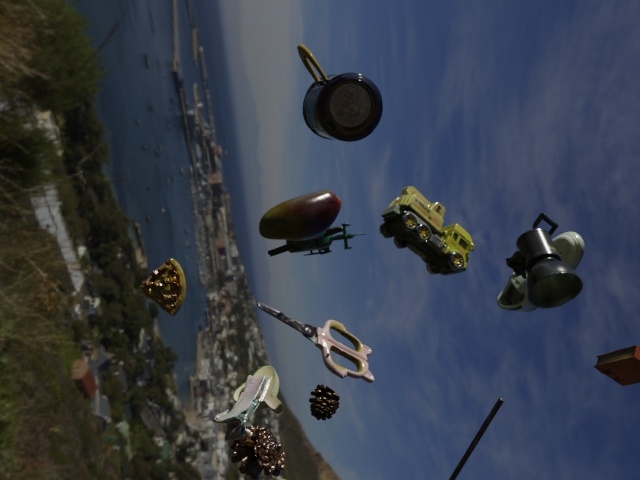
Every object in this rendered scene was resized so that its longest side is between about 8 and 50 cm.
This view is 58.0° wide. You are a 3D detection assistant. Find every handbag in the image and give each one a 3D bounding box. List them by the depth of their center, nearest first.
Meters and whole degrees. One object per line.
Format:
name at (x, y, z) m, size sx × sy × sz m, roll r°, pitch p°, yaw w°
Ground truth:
handbag at (1.016, 0.416, 1.901) m, size 0.063 × 0.127 × 0.190 m, roll -58°, pitch -177°, yaw -27°

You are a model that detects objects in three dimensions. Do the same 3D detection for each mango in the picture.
mango at (-0.053, -0.066, 1.718) m, size 0.111 × 0.267 × 0.133 m, roll 43°, pitch -32°, yaw 55°

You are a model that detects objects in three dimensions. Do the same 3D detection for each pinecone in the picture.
pinecone at (0.013, 0.498, 1.768) m, size 0.109 × 0.102 × 0.102 m, roll -87°, pitch 173°, yaw -66°
pinecone at (-0.208, 0.686, 1.873) m, size 0.195 × 0.150 × 0.179 m, roll -7°, pitch -62°, yaw 58°

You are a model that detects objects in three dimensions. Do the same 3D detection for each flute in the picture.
flute at (0.326, 0.458, 1.259) m, size 0.270 × 0.014 × 0.014 m, roll -60°, pitch -168°, yaw 5°

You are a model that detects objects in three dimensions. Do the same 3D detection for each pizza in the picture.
pizza at (-0.467, 0.144, 1.716) m, size 0.046 × 0.134 × 0.175 m, roll -171°, pitch -109°, yaw -80°

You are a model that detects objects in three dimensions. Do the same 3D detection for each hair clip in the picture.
hair clip at (-0.155, 0.373, 1.354) m, size 0.218 × 0.159 × 0.071 m, roll -52°, pitch 128°, yaw -55°

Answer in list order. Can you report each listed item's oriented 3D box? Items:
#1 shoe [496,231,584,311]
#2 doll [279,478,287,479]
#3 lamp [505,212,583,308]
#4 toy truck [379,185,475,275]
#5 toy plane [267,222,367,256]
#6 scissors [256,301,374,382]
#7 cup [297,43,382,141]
shoe at (0.729, 0.112, 1.956) m, size 0.132 × 0.160 × 0.363 m, roll 62°, pitch -38°, yaw 38°
doll at (-0.089, 0.681, 1.333) m, size 0.177 × 0.141 × 0.314 m, roll 56°, pitch 7°, yaw -9°
lamp at (0.614, 0.061, 1.621) m, size 0.172 × 0.147 × 0.227 m, roll -43°, pitch -146°, yaw 31°
toy truck at (0.302, -0.029, 1.612) m, size 0.124 × 0.272 × 0.157 m, roll -21°, pitch -145°, yaw 60°
toy plane at (0.000, 0.000, 2.103) m, size 0.155 × 0.381 × 0.106 m, roll -3°, pitch 87°, yaw -62°
scissors at (-0.007, 0.211, 1.272) m, size 0.024 × 0.317 × 0.160 m, roll -46°, pitch -155°, yaw 29°
cup at (0.019, -0.361, 1.478) m, size 0.178 × 0.255 × 0.256 m, roll -62°, pitch -168°, yaw 7°
